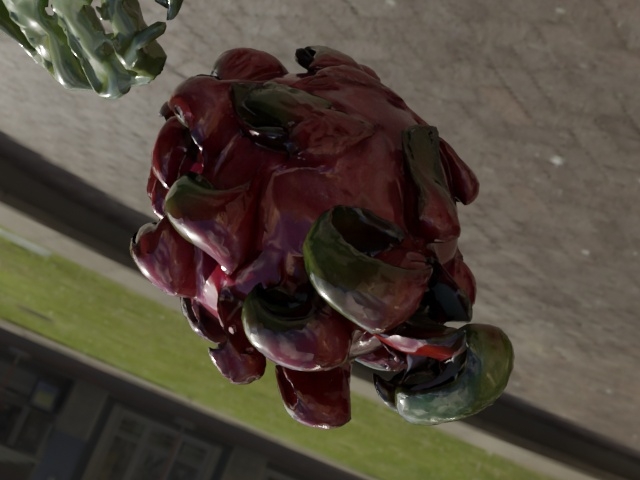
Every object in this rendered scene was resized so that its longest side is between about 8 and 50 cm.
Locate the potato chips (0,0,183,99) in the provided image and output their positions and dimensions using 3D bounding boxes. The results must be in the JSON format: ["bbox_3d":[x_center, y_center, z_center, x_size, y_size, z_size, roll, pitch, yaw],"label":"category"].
[{"bbox_3d":[-0.194,-0.256,0.480,0.373,0.097,0.389,20,124,22],"label":"potato chips"}]

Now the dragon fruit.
[{"bbox_3d":[-0.008,0.001,0.590,0.198,0.273,0.218,-19,114,12],"label":"dragon fruit"}]
